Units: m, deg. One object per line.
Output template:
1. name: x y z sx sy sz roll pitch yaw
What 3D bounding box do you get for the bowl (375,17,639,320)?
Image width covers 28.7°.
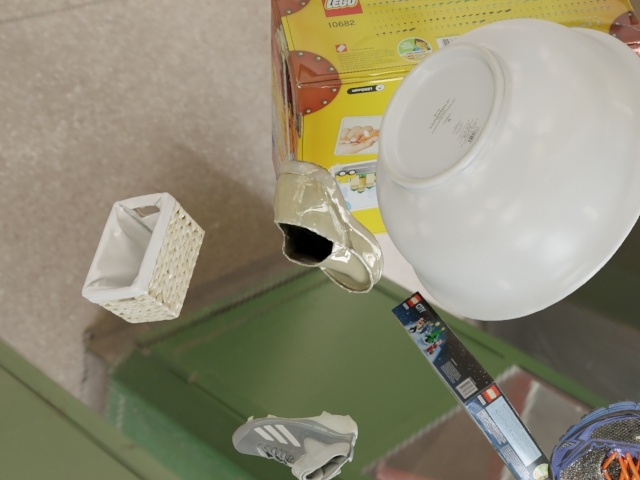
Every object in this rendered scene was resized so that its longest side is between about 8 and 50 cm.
1. bowl: 0.147 -0.087 1.137 0.134 0.298 0.298 27 92 -37

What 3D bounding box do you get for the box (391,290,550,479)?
1. box: 0.176 0.173 1.467 0.044 0.233 0.159 -37 119 0

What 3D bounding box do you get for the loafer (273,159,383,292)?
1. loafer: 0.000 0.000 1.630 0.092 0.102 0.268 -64 144 -23

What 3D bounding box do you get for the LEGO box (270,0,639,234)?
1. LEGO box: 0.187 -0.201 1.864 0.500 0.193 0.372 -7 144 -8

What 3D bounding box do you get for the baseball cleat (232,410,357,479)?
1. baseball cleat: -0.046 0.304 1.815 0.072 0.206 0.109 51 36 -38

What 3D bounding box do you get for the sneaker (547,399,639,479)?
1. sneaker: 0.315 0.194 1.122 0.087 0.221 0.083 -91 168 -60

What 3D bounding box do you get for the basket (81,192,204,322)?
1. basket: -0.253 0.030 1.818 0.103 0.113 0.167 45 49 -41
